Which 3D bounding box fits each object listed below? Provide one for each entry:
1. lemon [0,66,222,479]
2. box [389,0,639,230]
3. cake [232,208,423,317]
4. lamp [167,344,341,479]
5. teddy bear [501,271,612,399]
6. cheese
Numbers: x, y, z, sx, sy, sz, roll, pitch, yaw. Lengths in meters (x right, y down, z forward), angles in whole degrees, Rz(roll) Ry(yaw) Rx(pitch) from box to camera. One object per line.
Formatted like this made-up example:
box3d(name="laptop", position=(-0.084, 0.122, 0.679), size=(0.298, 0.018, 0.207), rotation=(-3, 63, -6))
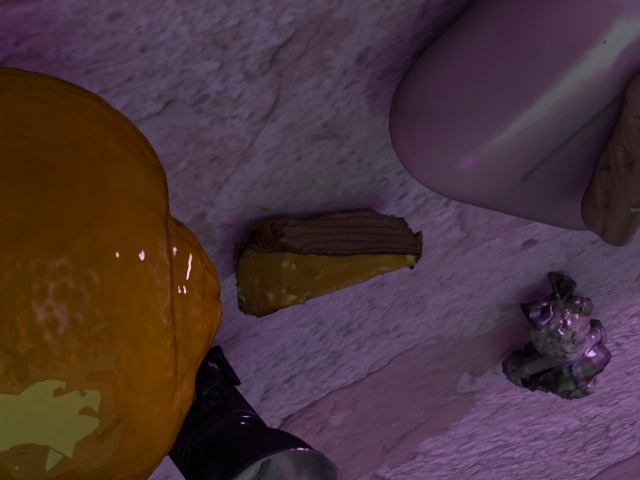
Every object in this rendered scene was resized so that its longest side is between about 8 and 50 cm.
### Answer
box3d(name="lemon", position=(-0.241, 0.043, 1.143), size=(0.348, 0.348, 0.348), rotation=(-22, 152, -12))
box3d(name="box", position=(0.237, -0.134, 1.479), size=(0.288, 0.141, 0.349), rotation=(-41, 151, 25))
box3d(name="cake", position=(-0.001, -0.003, 1.580), size=(0.185, 0.080, 0.116), rotation=(-18, 140, 2))
box3d(name="lamp", position=(-0.098, 0.198, 1.698), size=(0.147, 0.227, 0.172), rotation=(-23, 129, -19))
box3d(name="teddy bear", position=(0.282, 0.133, 2.012), size=(0.133, 0.111, 0.213), rotation=(-28, 155, -8))
box3d(name="cheese", position=(0.257, -0.065, 1.388), size=(0.043, 0.065, 0.194), rotation=(-24, 153, -24))
